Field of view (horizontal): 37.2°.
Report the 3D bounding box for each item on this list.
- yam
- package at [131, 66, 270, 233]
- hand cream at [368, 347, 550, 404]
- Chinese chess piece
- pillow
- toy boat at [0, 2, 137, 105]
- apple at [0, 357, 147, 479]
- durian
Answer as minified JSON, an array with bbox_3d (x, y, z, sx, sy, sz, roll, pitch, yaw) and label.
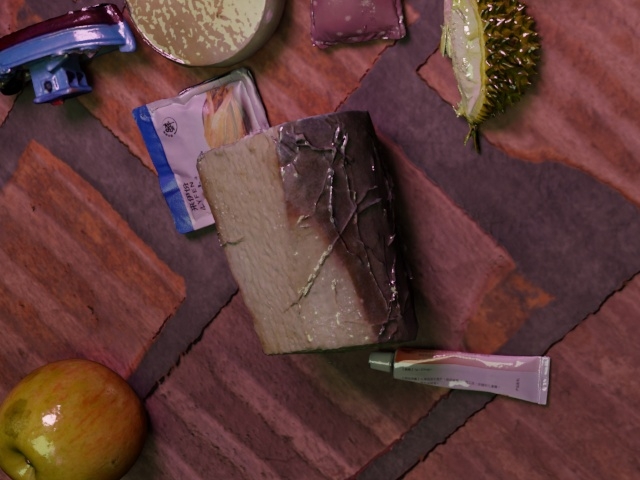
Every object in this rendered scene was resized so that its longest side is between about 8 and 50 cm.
[{"bbox_3d":[0.001,-0.001,1.065,0.202,0.201,0.271,-5,100,47],"label":"yam"},{"bbox_3d":[-0.133,-0.107,1.170,0.173,0.027,0.171,-17,101,20],"label":"package"},{"bbox_3d":[0.165,0.154,1.149,0.216,0.038,0.052,5,134,13],"label":"hand cream"},{"bbox_3d":[-0.131,-0.289,1.080,0.188,0.083,0.188,5,107,16],"label":"Chinese chess piece"},{"bbox_3d":[0.031,-0.304,1.033,0.118,0.043,0.185,-2,107,19],"label":"pillow"},{"bbox_3d":[-0.318,-0.216,1.159,0.223,0.100,0.097,-12,94,25],"label":"toy boat"},{"bbox_3d":[-0.343,0.259,1.292,0.196,0.196,0.196,6,110,18],"label":"apple"},{"bbox_3d":[0.177,-0.197,1.013,0.100,0.086,0.215,9,111,54],"label":"durian"}]
